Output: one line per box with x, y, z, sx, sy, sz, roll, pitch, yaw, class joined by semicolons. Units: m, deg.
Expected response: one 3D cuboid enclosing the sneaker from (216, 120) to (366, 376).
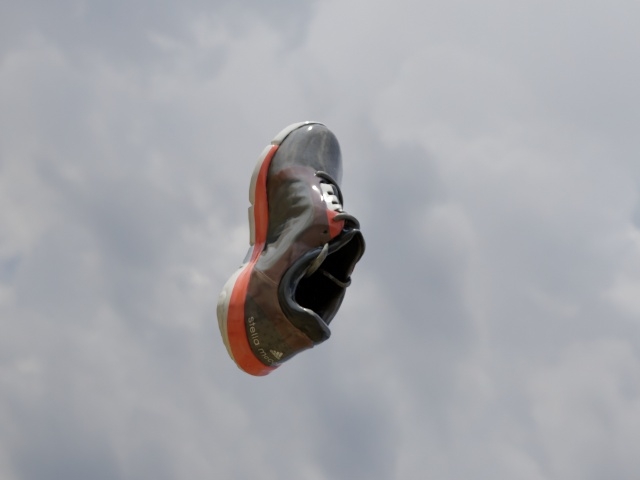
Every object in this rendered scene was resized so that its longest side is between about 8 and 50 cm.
0.000;0.000;0.798;0.065;0.158;0.061;-16;-47;31;sneaker
